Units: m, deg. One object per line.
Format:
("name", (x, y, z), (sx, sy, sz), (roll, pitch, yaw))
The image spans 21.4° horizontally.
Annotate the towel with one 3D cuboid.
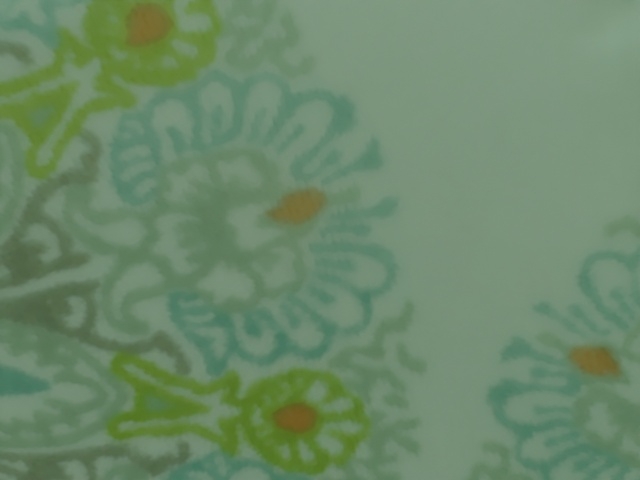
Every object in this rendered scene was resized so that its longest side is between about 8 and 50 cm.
("towel", (0.000, 0.000, 0.598), (0.375, 0.090, 0.320), (-17, 113, 9))
